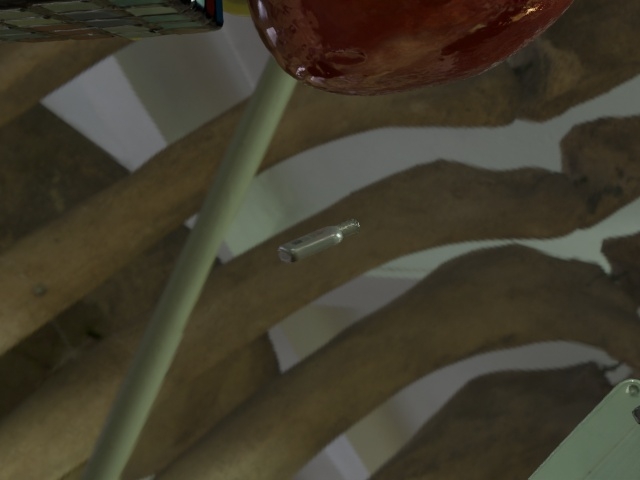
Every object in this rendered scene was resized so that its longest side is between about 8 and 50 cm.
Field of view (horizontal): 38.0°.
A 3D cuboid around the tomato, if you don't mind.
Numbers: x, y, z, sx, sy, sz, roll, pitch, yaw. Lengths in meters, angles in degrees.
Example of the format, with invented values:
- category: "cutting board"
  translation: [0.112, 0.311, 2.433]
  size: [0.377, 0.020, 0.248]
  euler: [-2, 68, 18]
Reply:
- category: "tomato"
  translation: [0.059, -0.236, 0.695]
  size: [0.299, 0.226, 0.298]
  euler: [14, -47, 16]

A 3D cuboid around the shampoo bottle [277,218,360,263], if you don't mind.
- category: "shampoo bottle"
  translation: [0.000, 0.000, 1.812]
  size: [0.080, 0.165, 0.040]
  euler: [4, -66, 66]

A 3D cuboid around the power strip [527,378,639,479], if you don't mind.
- category: "power strip"
  translation: [0.428, 0.342, 1.208]
  size: [0.261, 0.229, 0.141]
  euler: [45, 6, 27]

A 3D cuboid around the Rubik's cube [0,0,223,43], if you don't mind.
- category: "Rubik's cube"
  translation: [-0.164, -0.216, 0.550]
  size: [0.182, 0.187, 0.184]
  euler: [-4, -82, 5]

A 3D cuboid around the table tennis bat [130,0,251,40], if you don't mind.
- category: "table tennis bat"
  translation: [-0.114, -0.320, 0.978]
  size: [0.369, 0.054, 0.224]
  euler: [-24, -97, 39]

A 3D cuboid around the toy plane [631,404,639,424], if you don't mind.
- category: "toy plane"
  translation: [0.376, 0.182, 0.879]
  size: [0.101, 0.251, 0.255]
  euler: [-19, -19, -8]
